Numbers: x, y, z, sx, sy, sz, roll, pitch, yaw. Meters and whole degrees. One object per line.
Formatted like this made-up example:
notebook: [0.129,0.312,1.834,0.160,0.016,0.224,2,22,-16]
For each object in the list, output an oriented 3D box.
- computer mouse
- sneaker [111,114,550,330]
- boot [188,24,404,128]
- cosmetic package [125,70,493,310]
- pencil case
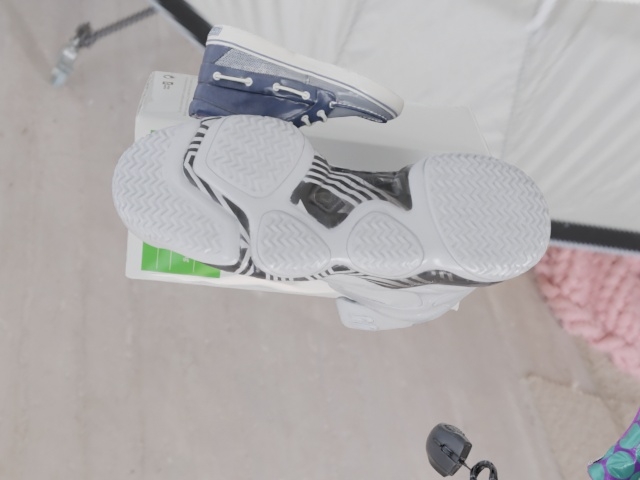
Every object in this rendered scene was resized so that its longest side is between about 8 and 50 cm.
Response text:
computer mouse: [0.198,0.319,1.506,0.041,0.071,0.242,33,0,-14]
sneaker: [0.000,0.000,0.934,0.366,0.210,0.137,6,69,-7]
boot: [-0.022,-0.121,0.943,0.190,0.086,0.069,18,-4,-13]
cosmetic package: [-0.017,-0.056,1.146,0.366,0.196,0.155,5,27,-4]
pencil case: [0.430,0.284,1.431,0.070,0.151,0.064,39,11,16]
